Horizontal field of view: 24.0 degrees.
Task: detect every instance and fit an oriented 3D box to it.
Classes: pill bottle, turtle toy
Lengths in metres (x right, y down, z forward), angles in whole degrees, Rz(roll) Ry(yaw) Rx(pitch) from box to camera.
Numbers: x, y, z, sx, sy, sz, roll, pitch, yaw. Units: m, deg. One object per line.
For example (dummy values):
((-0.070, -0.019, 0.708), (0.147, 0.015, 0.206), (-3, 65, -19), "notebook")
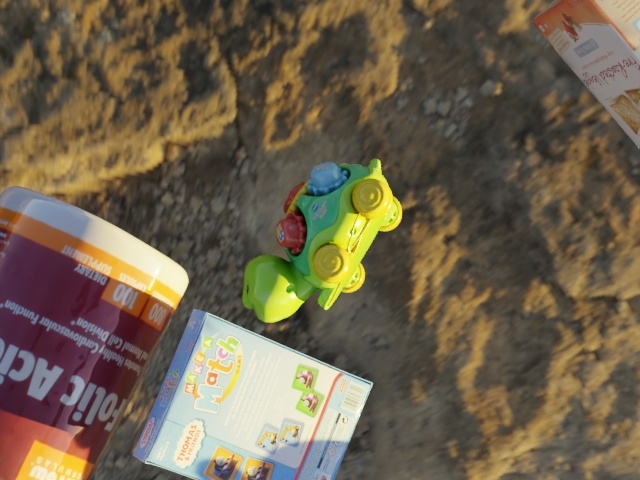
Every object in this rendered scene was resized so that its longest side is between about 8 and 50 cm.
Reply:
((-0.319, 0.161, 1.573), (0.224, 0.224, 0.392), (26, 81, -4), "pill bottle")
((0.000, 0.000, 0.986), (0.066, 0.095, 0.130), (32, 88, 11), "turtle toy")

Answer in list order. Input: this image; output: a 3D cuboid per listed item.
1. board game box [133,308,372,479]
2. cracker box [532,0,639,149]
((-0.066, 0.181, 1.535), (0.211, 0.039, 0.160), (26, 83, -29), "board game box")
((0.317, -0.155, 1.434), (0.067, 0.156, 0.232), (-42, 93, -8), "cracker box")
